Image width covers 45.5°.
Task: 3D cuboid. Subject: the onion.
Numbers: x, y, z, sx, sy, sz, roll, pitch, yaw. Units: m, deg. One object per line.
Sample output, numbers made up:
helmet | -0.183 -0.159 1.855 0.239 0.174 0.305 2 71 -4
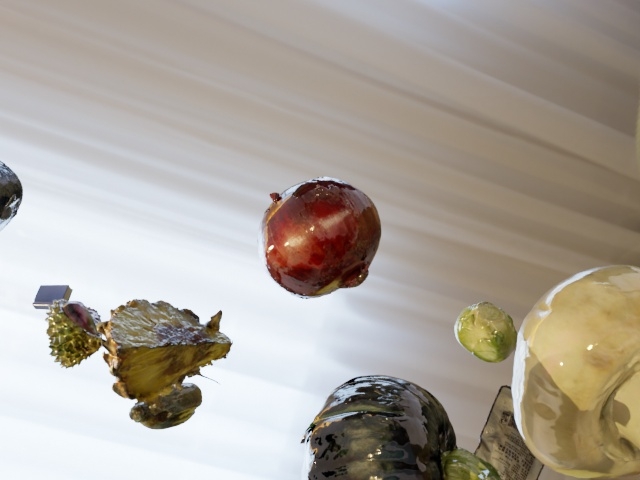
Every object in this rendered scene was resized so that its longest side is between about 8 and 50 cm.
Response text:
onion | 0.000 0.000 1.598 0.276 0.276 0.276 -162 90 -73

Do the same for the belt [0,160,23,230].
belt | -0.468 -0.025 0.937 0.218 0.122 0.128 -34 12 14

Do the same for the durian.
durian | -0.493 0.168 1.466 0.119 0.108 0.187 -42 27 -5

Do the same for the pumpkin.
pumpkin | 0.118 0.325 1.054 0.296 0.296 0.295 -162 90 -73

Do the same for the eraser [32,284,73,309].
eraser | -0.668 0.142 1.904 0.027 0.085 0.063 67 -153 -50

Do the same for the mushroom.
mushroom | 0.446 0.219 1.179 0.353 0.325 0.353 -61 0 0

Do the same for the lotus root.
lotus root | -0.344 0.366 1.689 0.113 0.192 0.088 -50 63 25

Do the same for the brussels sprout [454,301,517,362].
brussels sprout | 0.373 0.203 1.718 0.117 0.155 0.155 -37 -4 -34

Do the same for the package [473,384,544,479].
package | 0.383 0.423 1.531 0.239 0.154 0.030 -55 -3 -26

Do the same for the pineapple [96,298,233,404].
pineapple | -0.313 0.199 1.416 0.161 0.335 0.158 36 111 27
